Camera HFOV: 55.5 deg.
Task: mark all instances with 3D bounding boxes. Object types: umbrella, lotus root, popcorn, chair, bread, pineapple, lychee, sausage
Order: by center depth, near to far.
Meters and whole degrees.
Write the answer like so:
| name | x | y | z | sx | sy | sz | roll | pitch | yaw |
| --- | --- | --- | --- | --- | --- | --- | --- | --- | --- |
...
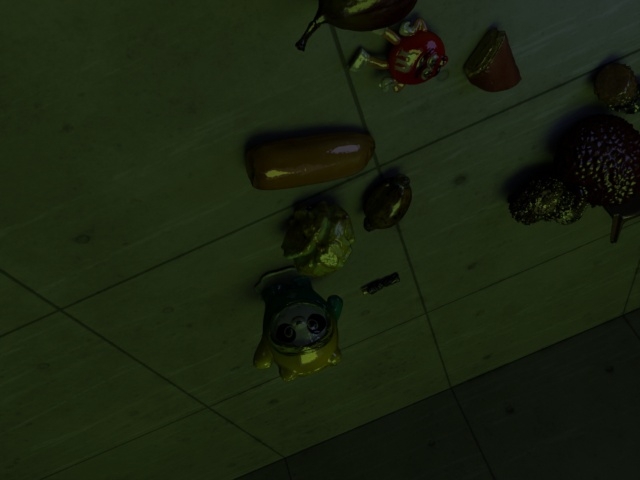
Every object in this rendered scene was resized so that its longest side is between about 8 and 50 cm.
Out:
| name | x | y | z | sx | sy | sz | roll | pitch | yaw |
| --- | --- | --- | --- | --- | --- | --- | --- | --- | --- |
| bread | 0.421 | -0.420 | 1.490 | 0.119 | 0.067 | 0.192 | -33 | 143 | 16 |
| sausage | -0.007 | -0.203 | 1.522 | 0.354 | 0.116 | 0.134 | -12 | 134 | -20 |
| pineapple | 0.852 | -0.414 | 1.703 | 0.119 | 0.111 | 0.237 | -7 | 169 | 40 |
| popcorn | 0.000 | 0.000 | 1.723 | 0.184 | 0.204 | 0.221 | 12 | 118 | -39 |
| lotus root | 0.192 | -0.101 | 1.750 | 0.120 | 0.120 | 0.209 | 7 | 134 | -34 |
| lychee | 0.817 | -0.221 | 1.782 | 0.264 | 0.264 | 0.300 | 27 | 88 | -47 |
| chair | 1.025 | -0.167 | 2.048 | 0.176 | 0.183 | 0.326 | -26 | 146 | 5 |
| umbrella | 0.217 | 0.159 | 2.178 | 0.144 | 0.037 | 0.040 | -24 | 158 | -2 |

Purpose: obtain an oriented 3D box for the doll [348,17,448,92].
| name | x | y | z | sx | sy | sz | roll | pitch | yaw |
| --- | --- | --- | --- | --- | --- | --- | --- | --- | --- |
| doll | 0.193 | -0.411 | 1.373 | 0.217 | 0.085 | 0.183 | 12 | 133 | -26 |

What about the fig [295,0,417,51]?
| name | x | y | z | sx | sy | sz | roll | pitch | yaw |
| --- | --- | --- | --- | --- | --- | --- | --- | --- | --- |
| fig | 0.058 | -0.458 | 1.169 | 0.274 | 0.145 | 0.170 | -37 | 144 | -4 |

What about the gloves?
| name | x | y | z | sx | sy | sz | roll | pitch | yaw |
| --- | --- | --- | --- | --- | --- | --- | --- | --- | --- |
| gloves | 0.734 | -0.136 | 1.974 | 0.313 | 0.135 | 0.210 | 7 | 136 | -34 |

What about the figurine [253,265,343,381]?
| name | x | y | z | sx | sy | sz | roll | pitch | yaw |
| --- | --- | --- | --- | --- | --- | --- | --- | --- | --- |
| figurine | -0.072 | 0.269 | 1.911 | 0.324 | 0.340 | 0.231 | -15 | 144 | -7 |
